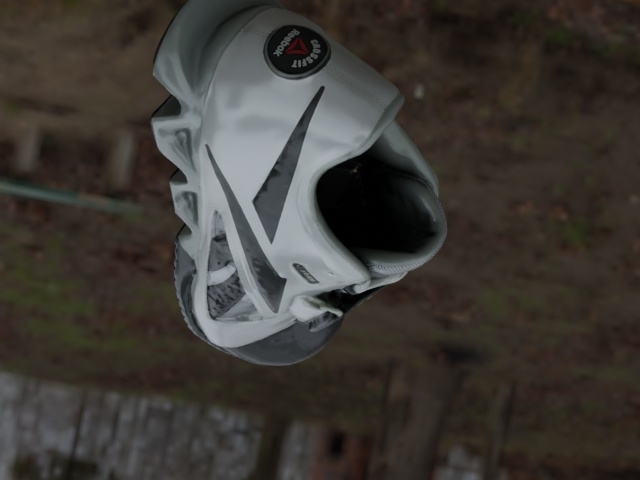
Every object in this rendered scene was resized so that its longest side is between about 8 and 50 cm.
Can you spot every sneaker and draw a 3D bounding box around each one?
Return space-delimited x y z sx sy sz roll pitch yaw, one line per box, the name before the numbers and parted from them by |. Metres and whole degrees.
sneaker | 0.000 0.000 1.085 0.146 0.122 0.330 28 158 20
